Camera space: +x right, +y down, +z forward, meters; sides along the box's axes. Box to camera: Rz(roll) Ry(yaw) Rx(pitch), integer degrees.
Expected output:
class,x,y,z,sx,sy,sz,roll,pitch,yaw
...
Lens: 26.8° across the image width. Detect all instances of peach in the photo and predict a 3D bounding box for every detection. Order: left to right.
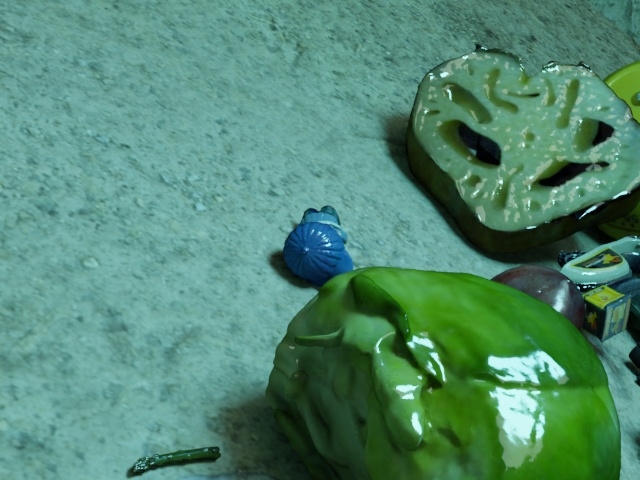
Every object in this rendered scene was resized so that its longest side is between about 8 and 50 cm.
class,x,y,z,sx,sy,sz,roll,pitch,yaw
peach,0.279,0.101,1.771,0.152,0.152,0.152,27,28,-16

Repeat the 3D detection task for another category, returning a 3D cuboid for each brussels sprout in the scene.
class,x,y,z,sx,sy,sz,roll,pitch,yaw
brussels sprout,0.133,0.189,1.350,0.371,0.275,0.315,40,40,24

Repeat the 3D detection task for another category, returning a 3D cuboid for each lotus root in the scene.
class,x,y,z,sx,sy,sz,roll,pitch,yaw
lotus root,0.318,-0.139,2.099,0.391,0.111,0.375,19,52,9

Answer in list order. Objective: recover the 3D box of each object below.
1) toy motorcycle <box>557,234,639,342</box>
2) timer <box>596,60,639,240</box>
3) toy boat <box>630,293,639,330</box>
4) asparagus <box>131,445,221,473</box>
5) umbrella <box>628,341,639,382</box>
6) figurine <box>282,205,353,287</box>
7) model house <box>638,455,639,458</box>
class,x,y,z,sx,sy,sz,roll,pitch,yaw
toy motorcycle,0.457,0.058,2.023,0.263,0.090,0.157,-20,37,-36
timer,0.614,-0.125,2.344,0.387,0.376,0.376,56,7,-44
toy boat,0.545,0.124,2.105,0.141,0.092,0.319,14,27,-34
asparagus,-0.138,0.208,1.276,0.114,0.014,0.015,-1,27,-48
umbrella,0.535,0.230,1.938,0.080,0.071,0.224,7,37,-52
figurine,0.000,0.000,1.701,0.086,0.087,0.149,-3,28,7
model house,0.496,0.279,1.795,0.117,0.088,0.167,0,45,-49
